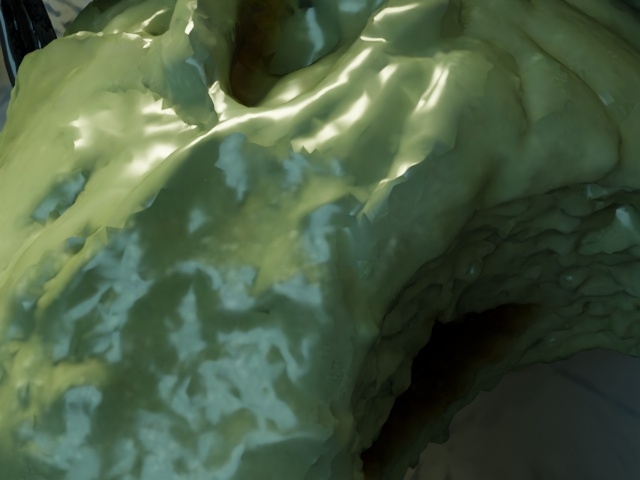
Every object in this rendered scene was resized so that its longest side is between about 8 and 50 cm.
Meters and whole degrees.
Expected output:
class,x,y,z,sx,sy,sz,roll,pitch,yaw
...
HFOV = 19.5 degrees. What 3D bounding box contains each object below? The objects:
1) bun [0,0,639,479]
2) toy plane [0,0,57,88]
class,x,y,z,sx,sy,sz,roll,pitch,yaw
bun,0.000,0.000,0.426,0.204,0.126,0.212,2,52,22
toy plane,-0.137,-0.126,0.605,0.078,0.053,0.197,-12,95,34
